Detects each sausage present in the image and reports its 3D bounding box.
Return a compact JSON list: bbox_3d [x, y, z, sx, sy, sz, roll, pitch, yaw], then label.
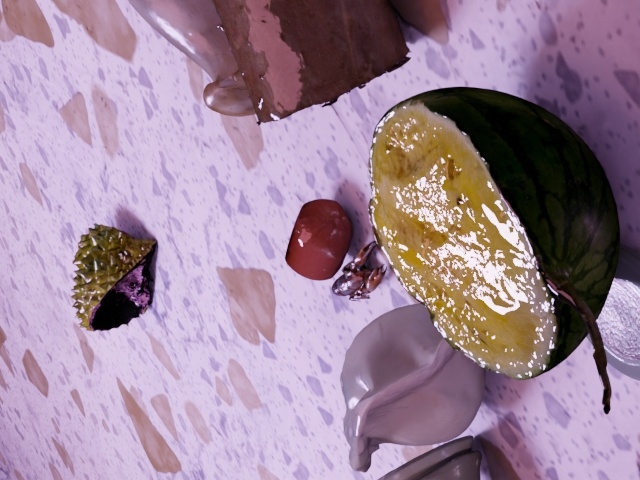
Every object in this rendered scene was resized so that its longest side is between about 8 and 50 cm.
[{"bbox_3d":[0.000,0.000,1.311,0.054,0.059,0.094,22,146,3],"label":"sausage"}]

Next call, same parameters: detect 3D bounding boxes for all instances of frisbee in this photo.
[{"bbox_3d":[0.215,0.052,0.993,0.110,0.014,0.110,44,148,36],"label":"frisbee"}]

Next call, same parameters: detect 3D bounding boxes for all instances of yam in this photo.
[{"bbox_3d":[-0.032,-0.219,1.073,0.128,0.129,0.238,-9,107,63],"label":"yam"}]

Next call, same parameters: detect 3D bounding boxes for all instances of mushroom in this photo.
[{"bbox_3d":[-0.107,-0.206,1.272,0.212,0.097,0.088,57,144,14],"label":"mushroom"}]

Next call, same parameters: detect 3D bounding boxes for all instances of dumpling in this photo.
[{"bbox_3d":[0.068,0.132,1.200,0.124,0.151,0.229,39,148,8],"label":"dumpling"}]

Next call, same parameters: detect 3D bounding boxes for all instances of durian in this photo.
[{"bbox_3d":[-0.292,0.044,1.851,0.108,0.119,0.186,50,154,19],"label":"durian"}]

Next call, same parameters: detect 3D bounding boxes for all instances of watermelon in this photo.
[{"bbox_3d":[0.131,-0.014,0.956,0.232,0.127,0.204,15,127,61],"label":"watermelon"}]

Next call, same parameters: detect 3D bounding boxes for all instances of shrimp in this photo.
[{"bbox_3d":[0.038,0.035,1.304,0.038,0.029,0.092,57,151,16],"label":"shrimp"}]

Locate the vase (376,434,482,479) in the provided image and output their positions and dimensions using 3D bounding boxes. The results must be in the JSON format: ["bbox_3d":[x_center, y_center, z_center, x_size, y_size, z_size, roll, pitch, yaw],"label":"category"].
[{"bbox_3d":[0.157,0.338,1.226,0.321,0.173,0.173,63,156,14],"label":"vase"}]
